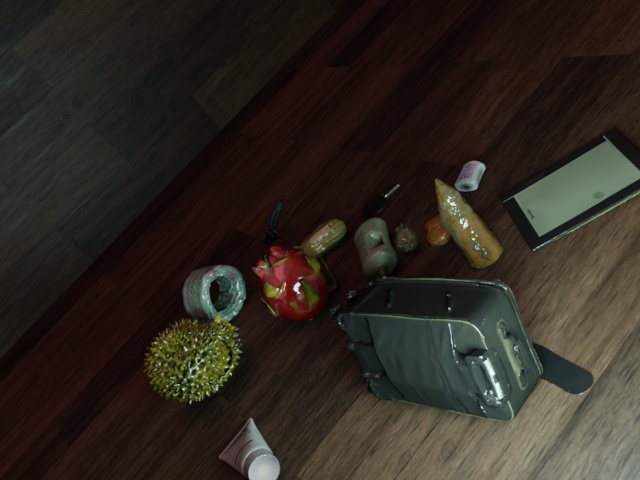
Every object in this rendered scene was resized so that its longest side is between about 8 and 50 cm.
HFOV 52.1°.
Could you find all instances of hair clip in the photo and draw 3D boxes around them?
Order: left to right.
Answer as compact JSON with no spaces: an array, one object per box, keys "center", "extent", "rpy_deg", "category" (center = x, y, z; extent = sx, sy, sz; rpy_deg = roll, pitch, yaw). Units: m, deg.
[{"center":[-0.178,-0.072,2.493],"extent":[0.070,0.039,0.230],"rpy_deg":[-30,31,22],"category":"hair clip"}]

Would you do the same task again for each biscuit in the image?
[{"center":[0.346,-0.043,1.870],"extent":[0.118,0.023,0.140],"rpy_deg":[-2,48,47],"category":"biscuit"}]

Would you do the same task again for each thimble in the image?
[{"center":[-0.363,0.189,2.238],"extent":[0.149,0.185,0.211],"rpy_deg":[-6,79,47],"category":"thimble"}]

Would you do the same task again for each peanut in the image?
[{"center":[0.000,0.000,2.149],"extent":[0.194,0.083,0.093],"rpy_deg":[-37,30,8],"category":"peanut"}]

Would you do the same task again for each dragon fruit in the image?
[{"center":[-0.081,0.125,1.955],"extent":[0.224,0.227,0.224],"rpy_deg":[-22,33,15],"category":"dragon fruit"}]

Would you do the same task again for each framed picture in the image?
[{"center":[0.643,-0.132,1.653],"extent":[0.347,0.016,0.265],"rpy_deg":[-32,32,14],"category":"framed picture"}]

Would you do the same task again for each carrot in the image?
[{"center":[0.357,-0.051,1.639],"extent":[0.101,0.263,0.102],"rpy_deg":[-32,20,13],"category":"carrot"}]

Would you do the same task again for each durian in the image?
[{"center":[-0.377,0.362,1.963],"extent":[0.292,0.258,0.258],"rpy_deg":[-26,18,-36],"category":"durian"},{"center":[0.242,-0.008,1.881],"extent":[0.080,0.091,0.080],"rpy_deg":[-19,16,6],"category":"durian"}]

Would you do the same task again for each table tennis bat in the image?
[{"center":[0.200,-0.133,2.163],"extent":[0.158,0.014,0.095],"rpy_deg":[-43,29,1],"category":"table tennis bat"}]

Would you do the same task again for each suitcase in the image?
[{"center":[0.245,0.223,1.396],"extent":[0.433,0.283,0.194],"rpy_deg":[-2,31,50],"category":"suitcase"}]

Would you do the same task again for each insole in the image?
[{"center":[0.464,0.260,1.361],"extent":[0.080,0.003,0.232],"rpy_deg":[-50,31,-14],"category":"insole"}]

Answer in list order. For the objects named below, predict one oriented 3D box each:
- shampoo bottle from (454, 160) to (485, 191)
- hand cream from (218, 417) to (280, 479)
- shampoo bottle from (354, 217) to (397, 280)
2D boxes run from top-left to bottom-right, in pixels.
[{"center":[0.444,-0.193,1.932],"extent":[0.072,0.043,0.099],"rpy_deg":[-5,45,45],"category":"shampoo bottle"},{"center":[-0.182,0.541,1.676],"extent":[0.133,0.083,0.247],"rpy_deg":[-48,21,-16],"category":"hand cream"},{"center":[0.164,0.039,1.905],"extent":[0.118,0.087,0.234],"rpy_deg":[-49,27,22],"category":"shampoo bottle"}]
